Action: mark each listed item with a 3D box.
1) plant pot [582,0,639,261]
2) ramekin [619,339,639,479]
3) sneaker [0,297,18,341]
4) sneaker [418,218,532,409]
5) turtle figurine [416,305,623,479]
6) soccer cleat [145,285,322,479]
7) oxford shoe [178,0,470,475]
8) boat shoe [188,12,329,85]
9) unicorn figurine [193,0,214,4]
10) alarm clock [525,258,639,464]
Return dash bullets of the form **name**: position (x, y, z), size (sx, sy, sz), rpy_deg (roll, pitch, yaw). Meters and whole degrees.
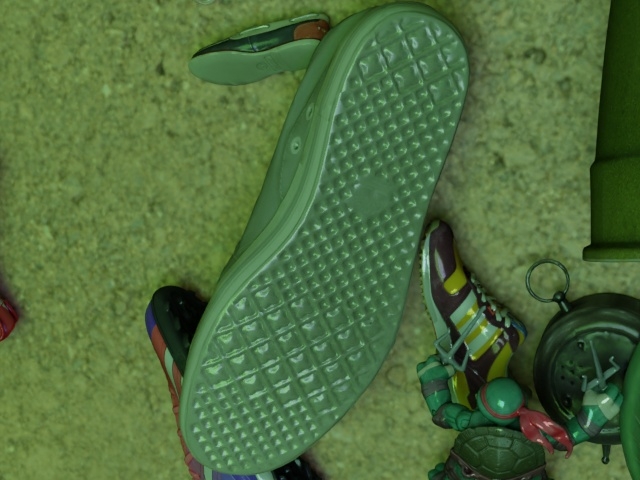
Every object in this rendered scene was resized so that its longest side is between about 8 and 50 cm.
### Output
- **plant pot**: position (0.359, -0.173, 0.999), size (0.367, 0.366, 0.353), rpy_deg (-5, 90, 18)
- **ramekin**: position (0.404, 0.163, 1.117), size (0.303, 0.148, 0.303), rpy_deg (1, 104, 3)
- **sneaker**: position (-0.345, 0.023, 1.388), size (0.128, 0.087, 0.221), rpy_deg (28, 122, 0)
- **sneaker**: position (0.142, 0.065, 1.252), size (0.084, 0.069, 0.185), rpy_deg (-8, 109, 16)
- **turtle figurine**: position (0.154, 0.158, 1.183), size (0.175, 0.118, 0.234), rpy_deg (20, 143, 16)
- **soccer cleat**: position (-0.096, 0.195, 1.336), size (0.116, 0.108, 0.318), rpy_deg (-28, 97, 25)
- **oxford shoe**: position (0.000, 0.000, 1.226), size (0.169, 0.130, 0.449), rpy_deg (18, 101, -21)
- **boat shoe**: position (-0.055, -0.175, 1.262), size (0.137, 0.049, 0.043), rpy_deg (-9, 59, 21)
- **unicorn figurine**: position (-0.071, -0.271, 1.239), size (0.111, 0.060, 0.162), rpy_deg (51, 127, -1)
- **alarm clock**: position (0.243, 0.100, 1.232), size (0.129, 0.064, 0.192), rpy_deg (-34, 89, 21)
